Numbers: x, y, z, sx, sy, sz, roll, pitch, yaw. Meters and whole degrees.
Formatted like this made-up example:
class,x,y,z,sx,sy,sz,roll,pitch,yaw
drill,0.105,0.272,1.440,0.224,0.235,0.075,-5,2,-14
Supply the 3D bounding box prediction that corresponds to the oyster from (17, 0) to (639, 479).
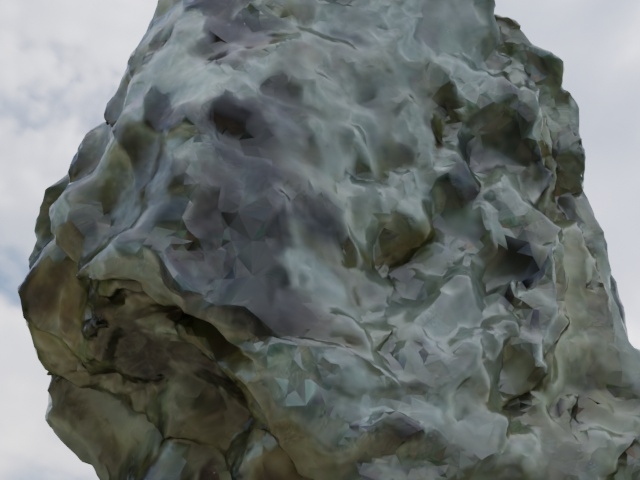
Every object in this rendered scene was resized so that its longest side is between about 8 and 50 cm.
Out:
class,x,y,z,sx,sy,sz,roll,pitch,yaw
oyster,0.000,0.000,0.423,0.268,0.198,0.112,60,-12,26
